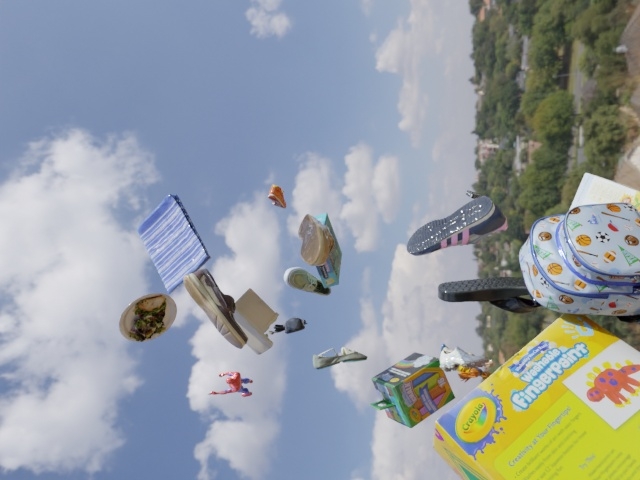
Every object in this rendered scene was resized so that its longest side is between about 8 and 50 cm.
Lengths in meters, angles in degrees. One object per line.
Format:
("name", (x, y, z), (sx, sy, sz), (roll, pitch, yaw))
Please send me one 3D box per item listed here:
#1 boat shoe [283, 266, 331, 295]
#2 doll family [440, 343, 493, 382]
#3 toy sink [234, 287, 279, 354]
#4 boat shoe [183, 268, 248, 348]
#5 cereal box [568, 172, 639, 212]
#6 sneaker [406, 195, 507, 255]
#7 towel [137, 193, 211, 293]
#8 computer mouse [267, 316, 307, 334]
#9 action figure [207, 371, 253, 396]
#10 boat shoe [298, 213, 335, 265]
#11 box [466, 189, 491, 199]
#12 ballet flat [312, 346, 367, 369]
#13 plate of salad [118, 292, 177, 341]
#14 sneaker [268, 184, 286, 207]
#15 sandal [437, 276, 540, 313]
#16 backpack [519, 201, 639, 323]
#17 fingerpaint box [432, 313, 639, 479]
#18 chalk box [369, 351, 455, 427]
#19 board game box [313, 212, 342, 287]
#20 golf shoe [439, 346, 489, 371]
("boat shoe", (-0.056, 0.205, 2.284), (0.302, 0.094, 0.109), (23, -97, -48))
("doll family", (0.593, 0.508, 1.840), (0.263, 0.163, 0.118), (25, -100, -42))
("toy sink", (-0.274, 0.337, 1.927), (0.234, 0.153, 0.131), (45, -130, -2))
("boat shoe", (-0.306, 0.202, 1.420), (0.092, 0.285, 0.102), (-35, -13, -32))
("cereal box", (0.767, -0.071, 1.238), (0.240, 0.048, 0.172), (-103, 25, -67))
("sneaker", (0.414, -0.011, 1.410), (0.131, 0.319, 0.112), (34, -131, -27))
("towel", (-0.590, 0.007, 1.820), (0.335, 0.243, 0.040), (56, -163, 21))
("computer mouse", (-0.159, 0.390, 2.116), (0.262, 0.184, 0.060), (80, 176, -85))
("action figure", (-0.375, 0.599, 1.913), (0.280, 0.139, 0.091), (83, -176, -66))
("boat shoe", (0.000, 0.000, 1.622), (0.121, 0.110, 0.341), (-60, 17, 18))
("box", (0.633, -0.175, 1.844), (0.067, 0.084, 0.018), (-97, 23, -70))
("ballet flat", (0.074, 0.435, 1.735), (0.072, 0.214, 0.068), (125, 136, -68))
("plate of salad", (-0.588, 0.272, 1.590), (0.200, 0.048, 0.199), (-23, -50, -31))
("sneaker", (-0.165, -0.175, 1.874), (0.175, 0.064, 0.067), (78, -149, -76))
("sandal", (0.639, 0.195, 1.614), (0.167, 0.447, 0.106), (-57, -37, -76))
("backpack", (0.601, 0.046, 1.042), (0.213, 0.264, 0.276), (74, -169, -49))
("fingerpaint box", (0.523, 0.407, 0.947), (0.445, 0.371, 0.163), (-32, -42, -20))
("chalk box", (0.329, 0.585, 1.771), (0.179, 0.289, 0.180), (66, 160, -3))
("board game box", (0.025, 0.042, 2.311), (0.336, 0.079, 0.253), (-76, -32, -64))
("golf shoe", (0.517, 0.422, 1.674), (0.069, 0.176, 0.085), (42, -139, -47))
